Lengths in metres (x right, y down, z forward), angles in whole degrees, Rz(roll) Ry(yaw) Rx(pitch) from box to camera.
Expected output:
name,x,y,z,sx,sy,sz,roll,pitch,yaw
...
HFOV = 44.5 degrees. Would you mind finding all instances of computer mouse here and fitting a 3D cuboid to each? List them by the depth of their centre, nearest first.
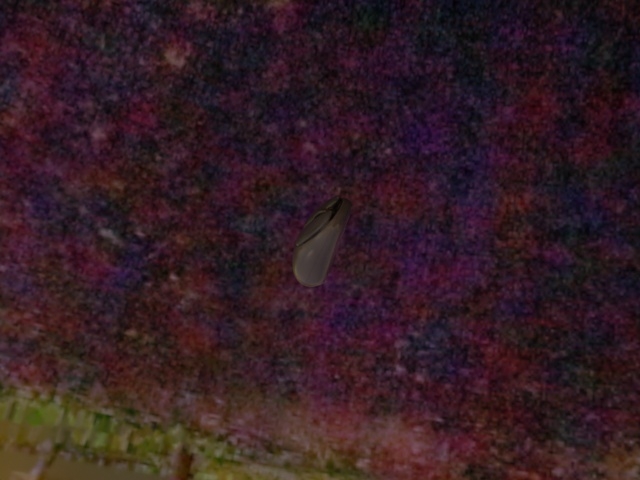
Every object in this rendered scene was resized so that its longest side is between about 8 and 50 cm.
name,x,y,z,sx,sy,sz,roll,pitch,yaw
computer mouse,-0.002,-0.001,0.720,0.039,0.066,0.096,22,133,4
